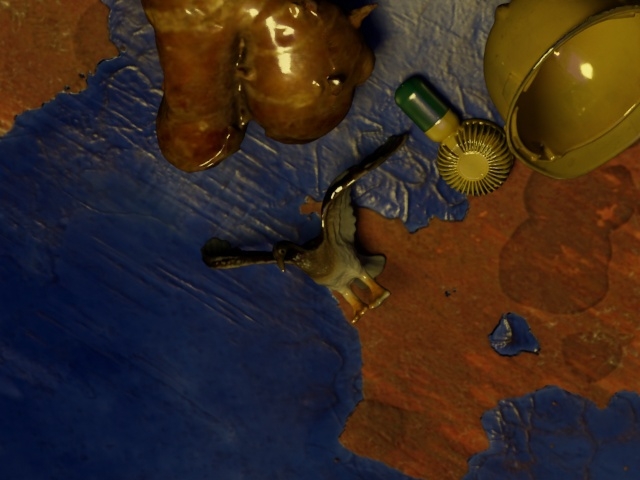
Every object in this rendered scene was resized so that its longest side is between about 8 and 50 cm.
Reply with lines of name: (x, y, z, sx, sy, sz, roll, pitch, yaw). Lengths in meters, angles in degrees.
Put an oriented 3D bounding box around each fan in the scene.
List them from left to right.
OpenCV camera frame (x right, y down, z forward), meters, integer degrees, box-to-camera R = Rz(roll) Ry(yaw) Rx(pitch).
fan: (0.139, -0.111, 2.018, 0.155, 0.039, 0.082, 44, 115, -9)

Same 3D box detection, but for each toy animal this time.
toy animal: (0.010, 0.012, 2.027, 0.272, 0.197, 0.160, -41, 104, 20)

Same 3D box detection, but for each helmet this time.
helmet: (0.244, -0.189, 1.902, 0.205, 0.257, 0.140, -35, 62, 1)

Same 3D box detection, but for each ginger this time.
ginger: (-0.073, -0.267, 1.917, 0.254, 0.176, 0.418, -7, 116, 7)
